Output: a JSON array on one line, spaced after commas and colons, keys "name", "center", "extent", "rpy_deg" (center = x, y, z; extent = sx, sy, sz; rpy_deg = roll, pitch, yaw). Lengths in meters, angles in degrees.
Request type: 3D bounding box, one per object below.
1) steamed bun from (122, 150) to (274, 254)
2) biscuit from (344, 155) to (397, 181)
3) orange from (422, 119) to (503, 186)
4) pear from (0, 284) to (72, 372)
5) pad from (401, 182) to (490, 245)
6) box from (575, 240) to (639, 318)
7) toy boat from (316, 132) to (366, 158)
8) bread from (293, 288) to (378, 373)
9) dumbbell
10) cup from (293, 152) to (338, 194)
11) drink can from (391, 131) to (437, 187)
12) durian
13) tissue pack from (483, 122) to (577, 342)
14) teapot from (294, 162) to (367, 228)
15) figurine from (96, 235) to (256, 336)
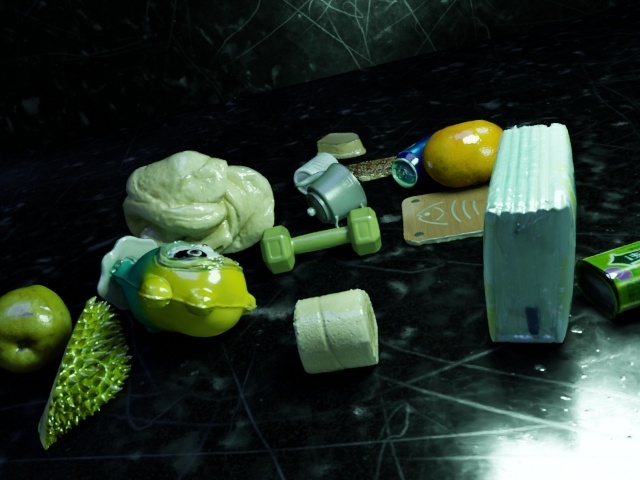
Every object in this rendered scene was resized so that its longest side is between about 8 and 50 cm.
[{"name": "steamed bun", "center": [-0.315, -0.070, 1.587], "extent": [0.325, 0.372, 0.230], "rpy_deg": [-46, 46, 22]}, {"name": "biscuit", "center": [0.161, -0.232, 1.974], "extent": [0.237, 0.026, 0.131], "rpy_deg": [-10, 26, 7]}, {"name": "orange", "center": [0.407, -0.236, 1.675], "extent": [0.240, 0.171, 0.240], "rpy_deg": [-10, -3, -1]}, {"name": "pear", "center": [-0.674, 0.204, 1.384], "extent": [0.200, 0.199, 0.200], "rpy_deg": [-11, 27, 6]}, {"name": "pad", "center": [0.359, -0.075, 1.591], "extent": [0.284, 0.018, 0.286], "rpy_deg": [-10, 26, 10]}, {"name": "box", "center": [0.670, 0.042, 1.125], "extent": [0.346, 0.097, 0.134], "rpy_deg": [-17, 19, -5]}, {"name": "toy boat", "center": [0.081, -0.348, 2.198], "extent": [0.188, 0.061, 0.116], "rpy_deg": [9, 34, 37]}, {"name": "bread", "center": [0.032, 0.171, 1.148], "extent": [0.141, 0.134, 0.148], "rpy_deg": [-11, 40, 8]}, {"name": "dumbbell", "center": [0.000, 0.000, 1.519], "extent": [0.302, 0.121, 0.108], "rpy_deg": [-13, -3, 4]}, {"name": "cup", "center": [0.003, -0.214, 1.938], "extent": [0.136, 0.099, 0.133], "rpy_deg": [7, 33, 37]}, {"name": "drink can", "center": [0.314, -0.244, 1.823], "extent": [0.118, 0.118, 0.205], "rpy_deg": [15, 39, 44]}, {"name": "durian", "center": [-0.498, 0.244, 1.256], "extent": [0.170, 0.157, 0.355], "rpy_deg": [-29, 25, 9]}, {"name": "tissue pack", "center": [0.411, -0.029, 1.174], "extent": [0.162, 0.287, 0.388], "rpy_deg": [1, 30, 21]}, {"name": "teapot", "center": [0.030, -0.109, 1.688], "extent": [0.149, 0.162, 0.239], "rpy_deg": [-34, 62, -18]}, {"name": "figurine", "center": [-0.318, 0.112, 1.353], "extent": [0.340, 0.231, 0.324], "rpy_deg": [12, 1, 36]}]
